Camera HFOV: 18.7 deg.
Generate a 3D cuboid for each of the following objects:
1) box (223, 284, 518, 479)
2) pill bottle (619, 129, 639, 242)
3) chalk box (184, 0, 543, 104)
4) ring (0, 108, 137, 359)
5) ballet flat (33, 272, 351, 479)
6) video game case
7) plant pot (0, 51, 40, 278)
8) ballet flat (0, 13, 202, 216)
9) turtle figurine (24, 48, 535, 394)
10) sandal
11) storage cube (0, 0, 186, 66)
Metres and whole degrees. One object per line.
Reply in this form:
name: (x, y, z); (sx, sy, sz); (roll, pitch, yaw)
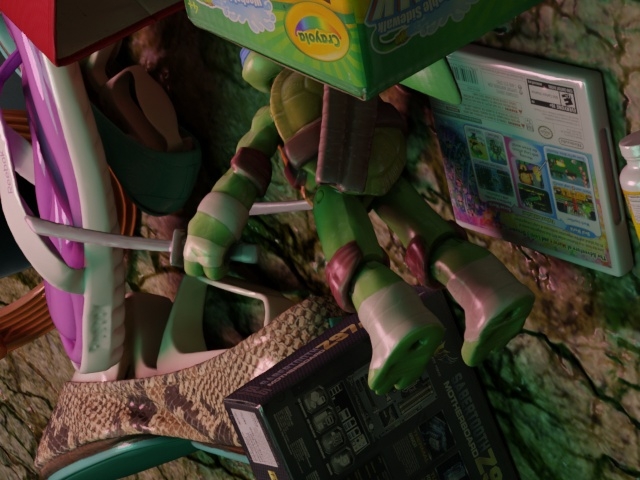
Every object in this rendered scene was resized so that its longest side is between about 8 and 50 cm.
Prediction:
box: (0.052, 0.176, 1.452); (0.059, 0.183, 0.232); (2, 119, 57)
pill bottle: (0.207, -0.025, 1.173); (0.043, 0.043, 0.083); (5, 120, 55)
chalk box: (0.023, -0.208, 1.150); (0.180, 0.179, 0.289); (26, 137, 45)
ring: (-0.321, 0.014, 1.729); (0.336, 0.337, 0.032); (99, 152, -49)
ballet flat: (-0.110, 0.119, 1.712); (0.483, 0.164, 0.182); (-14, 83, 54)
video game case: (0.134, -0.057, 1.281); (0.157, 0.019, 0.143); (19, 132, 48)
plant pot: (-0.338, -0.101, 1.822); (0.234, 0.166, 0.165); (54, 152, 31)
ballet flat: (-0.181, -0.132, 1.653); (0.247, 0.083, 0.087); (48, 125, 18)
turtle figurine: (0.000, 0.000, 1.343); (0.266, 0.275, 0.198); (52, -168, 26)
sandal: (-0.229, -0.036, 1.569); (0.169, 0.102, 0.416); (-124, 22, -45)
storage cube: (-0.170, -0.275, 1.380); (0.193, 0.184, 0.215); (45, 148, 25)
